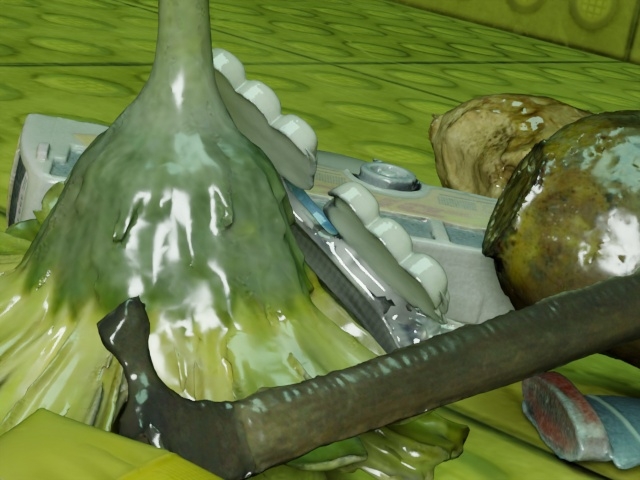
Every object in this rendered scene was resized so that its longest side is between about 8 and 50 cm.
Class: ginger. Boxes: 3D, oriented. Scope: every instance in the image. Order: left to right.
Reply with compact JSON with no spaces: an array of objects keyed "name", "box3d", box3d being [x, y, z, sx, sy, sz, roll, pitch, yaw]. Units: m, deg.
[{"name":"ginger","box3d":[0.263,-0.040,1.160,0.375,0.166,0.236,-6,13,-33]}]

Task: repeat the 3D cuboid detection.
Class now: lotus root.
[{"name":"lotus root","box3d":[0.228,0.022,0.835,0.275,0.152,0.160,22,24,-15]}]

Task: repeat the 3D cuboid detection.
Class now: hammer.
[{"name":"hammer","box3d":[0.053,0.051,0.572,0.297,0.125,0.027,-15,-6,-37]}]

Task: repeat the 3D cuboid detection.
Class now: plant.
[{"name":"plant","box3d":[-0.070,0.004,0.697,0.306,0.297,0.261,6,-13,14]}]

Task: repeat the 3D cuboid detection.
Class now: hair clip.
[{"name":"hair clip","box3d":[0.000,0.000,0.788,0.220,0.054,0.140,47,-15,6]}]

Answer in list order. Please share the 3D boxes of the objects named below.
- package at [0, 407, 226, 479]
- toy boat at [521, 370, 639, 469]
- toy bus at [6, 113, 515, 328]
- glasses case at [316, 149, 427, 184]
[{"name":"package","box3d":[-0.064,0.109,0.322,0.168,0.090,0.226,21,24,23]},{"name":"toy boat","box3d":[0.184,0.104,0.812,0.122,0.034,0.096,7,21,-20]},{"name":"toy bus","box3d":[-0.033,0.001,0.932,0.342,0.097,0.138,10,22,-9]},{"name":"glasses case","box3d":[0.030,-0.049,1.249,0.164,0.041,0.063,18,15,27]}]
